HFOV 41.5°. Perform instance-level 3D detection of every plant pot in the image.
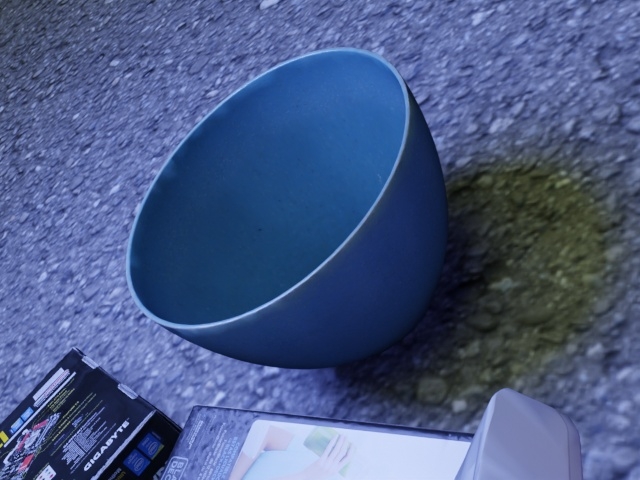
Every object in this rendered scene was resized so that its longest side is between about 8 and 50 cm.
[{"bbox_3d":[0.000,0.000,0.764,0.290,0.195,0.290,-24,43,25],"label":"plant pot"}]

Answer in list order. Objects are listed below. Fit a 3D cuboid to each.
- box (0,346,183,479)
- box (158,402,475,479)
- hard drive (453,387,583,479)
[{"bbox_3d":[-0.290,0.271,0.818,0.322,0.079,0.257,-49,27,-18],"label":"box"},{"bbox_3d":[0.043,0.197,0.574,0.290,0.169,0.087,-4,50,41],"label":"box"},{"bbox_3d":[0.014,0.258,0.338,0.233,0.047,0.353,-41,-27,-70],"label":"hard drive"}]
